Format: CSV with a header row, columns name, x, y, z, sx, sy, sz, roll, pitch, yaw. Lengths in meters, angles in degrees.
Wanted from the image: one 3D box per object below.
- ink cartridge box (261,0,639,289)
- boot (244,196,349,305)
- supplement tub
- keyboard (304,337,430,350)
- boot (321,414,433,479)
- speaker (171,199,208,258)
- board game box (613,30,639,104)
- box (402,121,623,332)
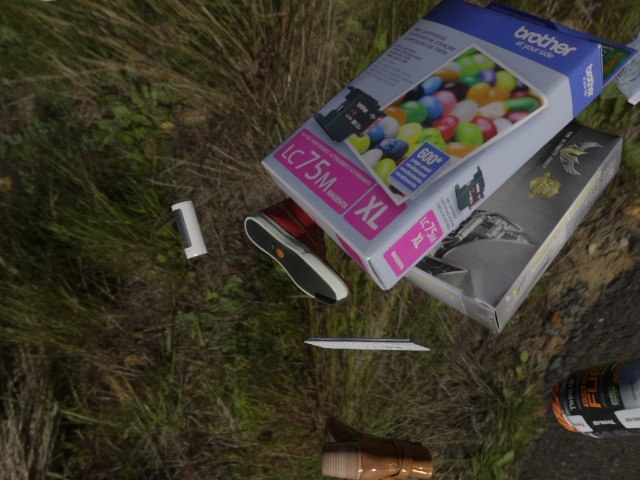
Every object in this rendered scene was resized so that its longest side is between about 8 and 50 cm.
name,x,y,z,sx,sy,sz,roll,pitch,yaw
ink cartridge box,0.111,-0.121,0.515,0.311,0.065,0.186,-41,48,-5
boot,0.000,0.000,1.048,0.176,0.088,0.244,-32,64,-35
supplement tub,0.474,0.253,0.883,0.117,0.190,0.117,10,65,-22
keyboard,0.087,0.207,1.096,0.256,0.072,0.014,-7,62,38
boot,0.081,0.312,0.816,0.152,0.197,0.073,2,88,3
speaker,-0.315,-0.025,1.337,0.055,0.055,0.136,-16,91,13
board game box,0.498,-0.273,0.855,0.090,0.020,0.090,-50,37,41
box,0.172,-0.042,0.590,0.183,0.056,0.231,31,73,37
